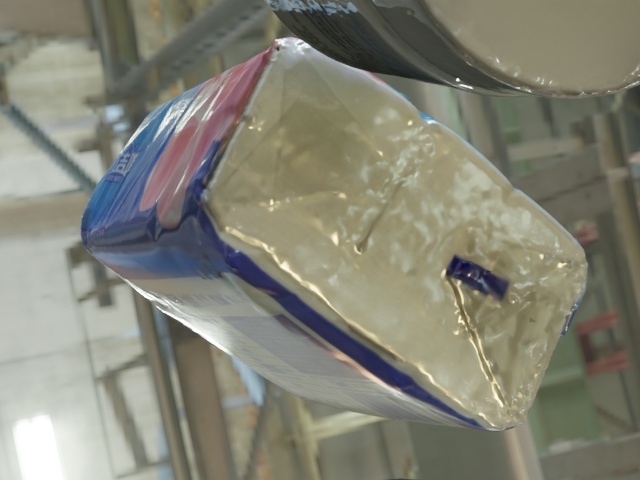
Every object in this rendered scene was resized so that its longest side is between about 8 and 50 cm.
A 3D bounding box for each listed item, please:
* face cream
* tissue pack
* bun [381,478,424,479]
[{"bbox_3d":[0.065,-0.149,0.639,0.153,0.177,0.177,21,-62,61],"label":"face cream"},{"bbox_3d":[0.000,0.000,0.867,0.209,0.137,0.269,37,-14,-14],"label":"tissue pack"},{"bbox_3d":[0.037,0.150,0.388,0.273,0.272,0.168,-177,-86,-65],"label":"bun"}]
